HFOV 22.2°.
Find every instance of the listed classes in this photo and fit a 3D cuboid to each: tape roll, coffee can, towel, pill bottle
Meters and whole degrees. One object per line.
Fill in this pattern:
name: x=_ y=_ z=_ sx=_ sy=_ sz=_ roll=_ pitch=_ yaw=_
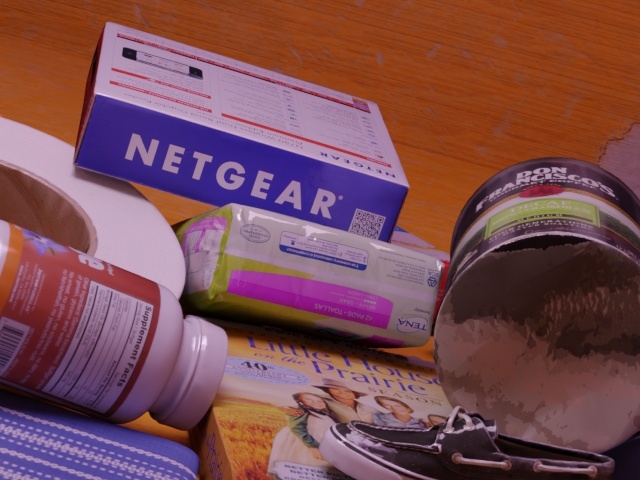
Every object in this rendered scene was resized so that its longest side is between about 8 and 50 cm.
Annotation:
tape roll: x=-0.314 y=-0.001 z=1.507 sx=0.392 sy=0.072 sz=0.392 roll=21 pitch=26 yaw=-11
coffee can: x=0.210 y=0.053 z=1.467 sx=0.201 sy=0.201 sz=0.275 roll=15 pitch=17 yaw=3
towel: x=-0.221 y=0.183 z=1.134 sx=0.243 sy=0.040 sz=0.336 roll=16 pitch=14 yaw=1
pill bottle: x=-0.189 y=0.075 z=1.303 sx=0.216 sy=0.121 sz=0.121 roll=24 pitch=8 yaw=-22

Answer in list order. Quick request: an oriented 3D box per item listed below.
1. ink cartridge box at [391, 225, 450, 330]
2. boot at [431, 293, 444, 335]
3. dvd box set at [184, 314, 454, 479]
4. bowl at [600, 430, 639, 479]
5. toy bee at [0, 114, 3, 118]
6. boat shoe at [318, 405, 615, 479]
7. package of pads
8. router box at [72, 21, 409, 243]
ink cartridge box: x=0.096 y=0.043 z=2.027 sx=0.134 sy=0.078 sz=0.231 roll=5 pitch=16 yaw=-37
boot: x=0.298 y=0.118 z=1.912 sx=0.223 sy=0.118 sz=0.338 roll=29 pitch=25 yaw=29
dvd box set: x=0.043 y=0.177 z=1.383 sx=0.307 sy=0.062 sz=0.420 roll=12 pitch=12 yaw=-12
bowl: x=0.389 y=0.190 z=1.435 sx=0.391 sy=0.077 sz=0.391 roll=-5 pitch=15 yaw=1
toy bee: x=-0.406 y=-0.071 z=1.762 sx=0.298 sy=0.162 sz=0.195 roll=3 pitch=15 yaw=-43
boat shoe: x=0.110 y=0.161 z=1.223 sx=0.219 sy=0.070 sz=0.078 roll=14 pitch=12 yaw=-3
package of pads: x=-0.038 y=0.042 z=1.639 sx=0.229 sy=0.101 sz=0.296 roll=14 pitch=-8 yaw=-16
router box: x=-0.090 y=-0.117 z=1.757 sx=0.335 sy=0.082 sz=0.301 roll=16 pitch=19 yaw=-10
